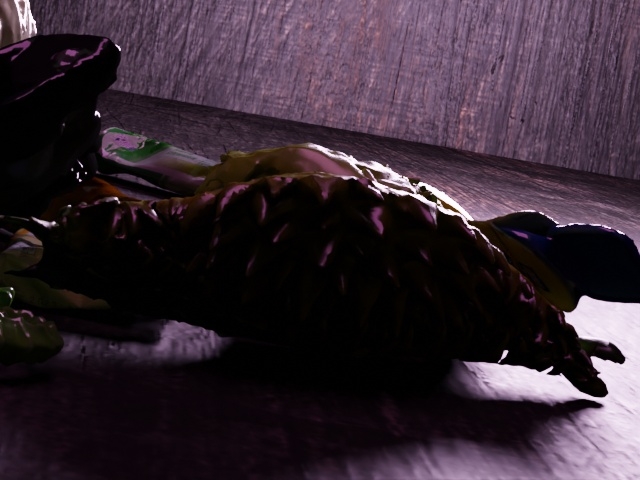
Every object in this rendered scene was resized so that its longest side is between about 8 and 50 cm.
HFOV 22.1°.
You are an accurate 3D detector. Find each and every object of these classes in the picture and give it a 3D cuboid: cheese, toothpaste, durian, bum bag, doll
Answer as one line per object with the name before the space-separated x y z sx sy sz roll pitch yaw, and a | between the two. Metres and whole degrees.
cheese | 0.076 0.008 0.963 0.250 0.064 0.156 2 -32 37
toothpaste | -0.136 -0.064 1.529 0.248 0.047 0.078 18 15 35
durian | -0.001 0.007 0.840 0.375 0.106 0.132 15 11 -22
bum bag | -0.180 -0.042 0.894 0.137 0.074 0.310 -22 -6 -14
doll | -0.186 0.021 0.766 0.115 0.050 0.190 13 8 -34

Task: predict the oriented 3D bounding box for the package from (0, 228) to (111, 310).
package | -0.132 0.020 0.914 0.121 0.031 0.108 12 7 0

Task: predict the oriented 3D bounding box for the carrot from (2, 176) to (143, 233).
carrot | -0.181 -0.027 1.084 0.066 0.066 0.314 3 11 -46

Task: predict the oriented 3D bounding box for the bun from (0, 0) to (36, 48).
bun | -0.289 -0.093 0.988 0.259 0.160 0.259 -23 -6 -3
